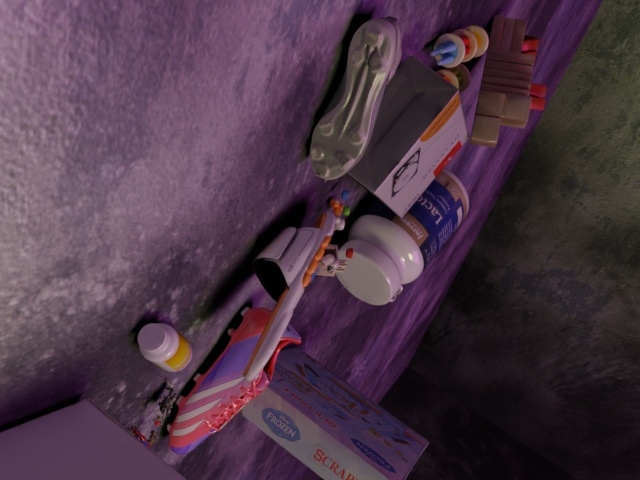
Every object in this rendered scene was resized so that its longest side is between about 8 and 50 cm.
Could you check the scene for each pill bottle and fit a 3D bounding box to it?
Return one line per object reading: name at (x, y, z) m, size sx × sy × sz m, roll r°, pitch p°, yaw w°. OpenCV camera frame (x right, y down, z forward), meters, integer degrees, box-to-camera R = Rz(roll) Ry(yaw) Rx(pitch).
pill bottle at (0.146, -0.015, 1.163) m, size 0.264 × 0.153 × 0.153 m, roll -47°, pitch 160°, yaw -32°
pill bottle at (-0.174, 0.117, 0.708) m, size 0.043 × 0.043 × 0.083 m, roll -53°, pitch 163°, yaw -15°

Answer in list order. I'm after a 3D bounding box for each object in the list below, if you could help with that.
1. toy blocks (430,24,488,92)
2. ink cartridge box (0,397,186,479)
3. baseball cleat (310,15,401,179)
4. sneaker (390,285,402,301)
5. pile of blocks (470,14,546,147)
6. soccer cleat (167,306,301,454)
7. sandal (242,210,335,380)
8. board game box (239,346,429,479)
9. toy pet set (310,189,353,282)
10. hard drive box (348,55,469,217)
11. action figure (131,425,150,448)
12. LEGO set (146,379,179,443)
toy blocks at (0.206, -0.280, 1.034) m, size 0.148 × 0.054 × 0.123 m, roll -34°, pitch 154°, yaw -47°
ink cartridge box at (-0.313, 0.364, 0.559) m, size 0.384 × 0.160 × 0.279 m, roll -62°, pitch 162°, yaw 14°
baseball cleat at (0.053, -0.170, 0.782) m, size 0.109 × 0.072 × 0.205 m, roll -43°, pitch 162°, yaw -56°
sneaker at (0.137, 0.105, 1.449) m, size 0.094 × 0.091 × 0.258 m, roll -59°, pitch 163°, yaw 4°
pile of blocks at (0.343, -0.265, 1.149) m, size 0.148 × 0.113 × 0.362 m, roll 89°, pitch 17°, yaw -47°
soccer cleat at (-0.126, 0.210, 0.912) m, size 0.248 × 0.095 × 0.083 m, roll -57°, pitch 163°, yaw -3°
sandal at (-0.057, 0.051, 0.832) m, size 0.265 × 0.076 × 0.102 m, roll -64°, pitch -176°, yaw -33°
board game box at (0.016, 0.305, 1.092) m, size 0.065 × 0.319 × 0.318 m, roll -59°, pitch 162°, yaw 4°
toy pet set at (0.000, 0.000, 0.961) m, size 0.114 × 0.065 × 0.122 m, roll 112°, pitch -19°, yaw -51°
hard drive box at (0.129, -0.145, 0.966) m, size 0.181 × 0.089 × 0.232 m, roll -51°, pitch 164°, yaw 6°
action figure at (-0.239, 0.260, 0.805) m, size 0.038 × 0.030 × 0.115 m, roll -46°, pitch 165°, yaw -18°
LEGO set at (-0.199, 0.221, 0.819) m, size 0.054 × 0.024 × 0.083 m, roll -79°, pitch -175°, yaw -69°
